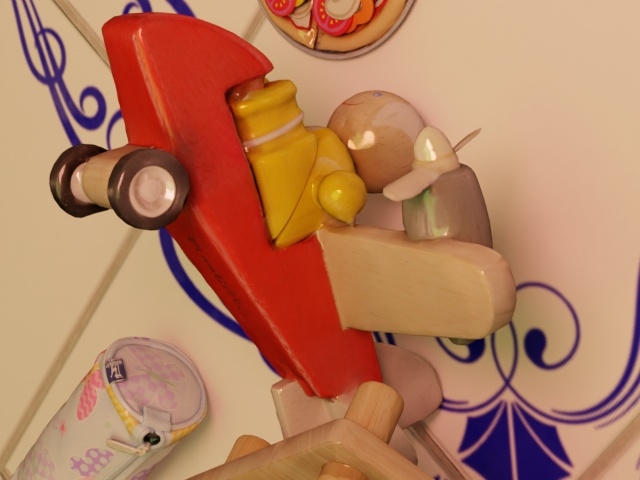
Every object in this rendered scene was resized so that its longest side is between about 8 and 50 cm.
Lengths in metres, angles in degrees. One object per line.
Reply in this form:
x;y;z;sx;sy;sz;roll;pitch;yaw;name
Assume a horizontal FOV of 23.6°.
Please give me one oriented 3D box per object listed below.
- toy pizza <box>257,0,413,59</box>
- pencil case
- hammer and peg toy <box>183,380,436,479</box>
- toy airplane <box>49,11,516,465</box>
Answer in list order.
0.004;-0.255;1.306;0.201;0.032;0.201;9;105;39;toy pizza
-0.220;0.214;1.538;0.273;0.113;0.124;-48;46;37;pencil case
0.079;0.272;1.180;0.361;0.127;0.266;38;145;-17;hammer and peg toy
0.000;0.000;1.244;0.386;0.272;0.384;37;159;19;toy airplane
